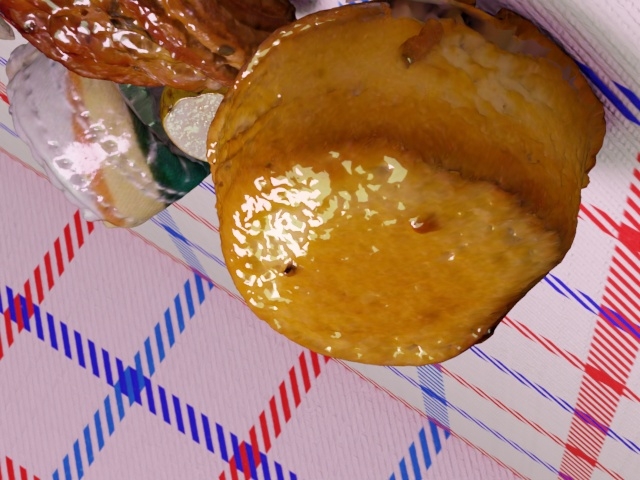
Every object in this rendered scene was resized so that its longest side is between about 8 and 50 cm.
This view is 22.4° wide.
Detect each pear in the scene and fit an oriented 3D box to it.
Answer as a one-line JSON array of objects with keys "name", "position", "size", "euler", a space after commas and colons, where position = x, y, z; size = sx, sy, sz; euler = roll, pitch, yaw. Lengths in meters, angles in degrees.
[{"name": "pear", "position": [-0.129, -0.171, 2.021], "size": [0.141, 0.104, 0.141], "euler": [5, 142, 4]}]

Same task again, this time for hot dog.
[{"name": "hot dog", "position": [-0.193, -0.268, 1.584], "size": [0.267, 0.174, 0.387], "euler": [-2, 147, 44]}]

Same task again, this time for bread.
[{"name": "bread", "position": [0.073, -0.045, 1.423], "size": [0.337, 0.204, 0.358], "euler": [15, 139, -18]}]

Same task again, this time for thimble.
[{"name": "thimble", "position": [-0.274, -0.162, 2.111], "size": [0.288, 0.167, 0.254], "euler": [53, -161, -23]}]

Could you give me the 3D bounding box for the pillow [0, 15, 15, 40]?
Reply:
[{"name": "pillow", "position": [-0.626, -0.416, 2.488], "size": [0.274, 0.076, 0.281], "euler": [29, 169, 17]}]
